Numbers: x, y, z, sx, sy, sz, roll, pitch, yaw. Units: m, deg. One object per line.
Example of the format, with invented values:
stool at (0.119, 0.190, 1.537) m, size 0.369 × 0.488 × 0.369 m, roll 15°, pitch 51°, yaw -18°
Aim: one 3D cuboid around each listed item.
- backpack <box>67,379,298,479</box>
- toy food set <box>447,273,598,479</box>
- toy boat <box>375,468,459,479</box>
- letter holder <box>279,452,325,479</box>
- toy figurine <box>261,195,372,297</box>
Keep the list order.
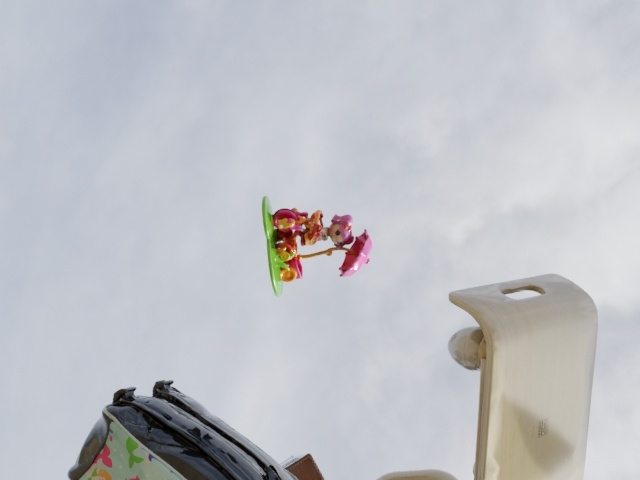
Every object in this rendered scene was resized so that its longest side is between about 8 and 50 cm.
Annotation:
backpack at (-0.151, 0.307, 0.785) m, size 0.254 × 0.225 × 0.191 m, roll 23°, pitch -92°, yaw 17°
toy food set at (0.214, 0.199, 0.751) m, size 0.092 × 0.220 × 0.305 m, roll 10°, pitch -79°, yaw 47°
toy boat at (0.137, 0.437, 0.885) m, size 0.151 × 0.151 × 0.231 m, roll -9°, pitch -144°, yaw 17°
letter holder at (-0.108, 0.535, 1.109) m, size 0.302 × 0.152 × 0.214 m, roll -26°, pitch -102°, yaw -21°
toy figurine at (0.000, 0.000, 1.029) m, size 0.159 × 0.130 × 0.173 m, roll -6°, pitch -57°, yaw 4°
